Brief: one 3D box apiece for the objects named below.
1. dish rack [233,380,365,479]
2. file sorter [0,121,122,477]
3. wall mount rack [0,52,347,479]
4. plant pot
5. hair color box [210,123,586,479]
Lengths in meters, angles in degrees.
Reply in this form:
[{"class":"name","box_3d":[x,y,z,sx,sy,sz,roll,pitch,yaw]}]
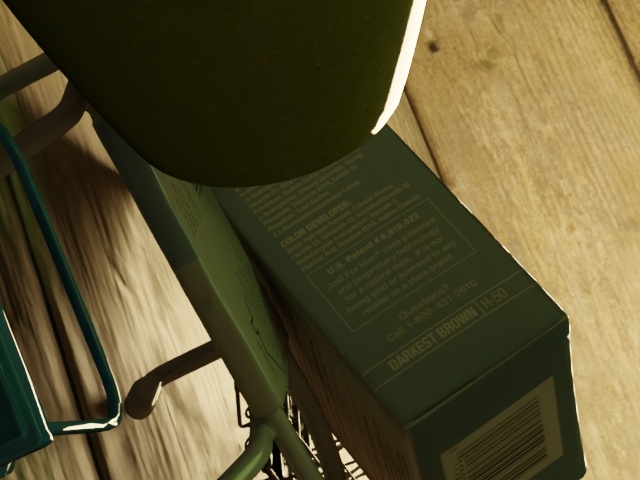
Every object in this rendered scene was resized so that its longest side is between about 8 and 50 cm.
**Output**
[{"class":"dish rack","box_3d":[0.002,0.185,1.215,0.271,0.074,0.208,57,13,-28]},{"class":"file sorter","box_3d":[-0.162,0.038,0.546,0.118,0.170,0.104,67,9,8]},{"class":"wall mount rack","box_3d":[-0.112,0.035,0.903,0.350,0.130,0.304,61,9,-17]},{"class":"plant pot","box_3d":[-0.050,-0.175,0.759,0.275,0.274,0.293,-102,178,-48]},{"class":"hair color box","box_3d":[0.000,0.000,1.097,0.374,0.113,0.185,49,-14,33]}]
